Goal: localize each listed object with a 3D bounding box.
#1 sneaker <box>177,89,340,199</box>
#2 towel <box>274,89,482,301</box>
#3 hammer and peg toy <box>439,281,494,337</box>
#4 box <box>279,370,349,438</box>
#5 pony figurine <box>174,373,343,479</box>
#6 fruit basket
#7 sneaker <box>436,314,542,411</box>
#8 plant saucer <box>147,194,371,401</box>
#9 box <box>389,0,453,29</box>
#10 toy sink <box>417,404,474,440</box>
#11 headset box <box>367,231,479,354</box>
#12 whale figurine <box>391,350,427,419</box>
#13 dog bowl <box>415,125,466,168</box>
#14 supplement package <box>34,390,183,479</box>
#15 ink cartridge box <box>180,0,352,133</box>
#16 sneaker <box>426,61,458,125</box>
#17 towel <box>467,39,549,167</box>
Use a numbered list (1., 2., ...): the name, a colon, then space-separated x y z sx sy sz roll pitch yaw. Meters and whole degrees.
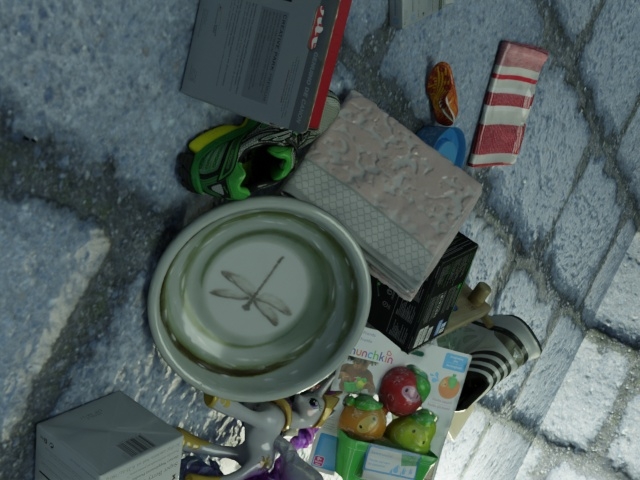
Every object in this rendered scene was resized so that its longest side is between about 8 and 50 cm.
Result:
1. sneaker: -0.076 -0.162 1.481 0.343 0.146 0.134 -40 139 -33
2. towel: 0.119 -0.096 1.621 0.317 0.331 0.053 -55 -176 -33
3. hammer and peg toy: 0.288 0.105 2.038 0.361 0.266 0.127 -13 140 -49
4. box: -0.014 0.371 1.979 0.220 0.051 0.175 23 92 -56
5. pony figurine: -0.120 0.432 1.721 0.363 0.302 0.351 12 92 -40
6. fruit basket: 0.169 0.401 1.971 0.326 0.165 0.353 17 97 -18
7. sneaker: 0.357 0.309 2.223 0.257 0.447 0.169 -34 94 -17
8. plant saucer: -0.111 0.097 1.536 0.400 0.100 0.401 -5 113 -11
9. box: 0.209 -0.530 1.735 0.186 0.038 0.145 -37 136 -37
10. toy sink: 0.323 0.434 2.388 0.131 0.152 0.234 -53 143 -18
11. headset box: 0.153 0.050 1.797 0.131 0.283 0.247 -21 137 -43
12. whale figurine: 0.222 0.363 2.163 0.141 0.216 0.272 -9 125 1
13. dog bowl: 0.232 -0.139 1.977 0.297 0.074 0.166 -58 145 -10
14. supplement package: -0.363 0.441 1.438 0.177 0.175 0.293 -18 124 -49
15. ink cartridge box: -0.050 -0.335 1.296 0.130 0.271 0.310 -3 114 -53
16. sneaker: 0.281 -0.342 1.945 0.175 0.064 0.067 76 29 -50
17. towel: 0.495 -0.352 2.236 0.237 0.037 0.329 -9 117 -50
